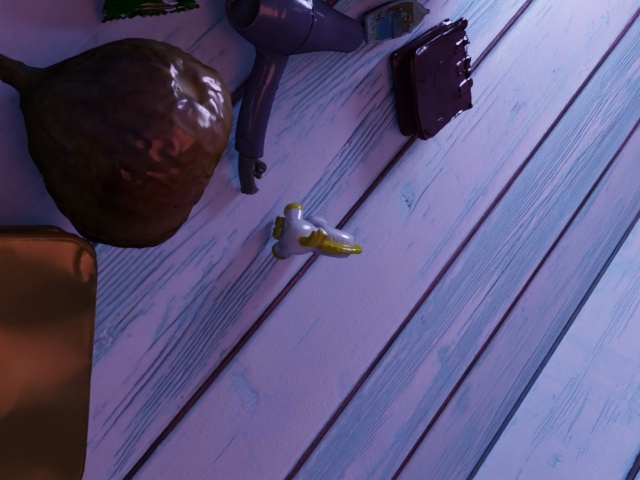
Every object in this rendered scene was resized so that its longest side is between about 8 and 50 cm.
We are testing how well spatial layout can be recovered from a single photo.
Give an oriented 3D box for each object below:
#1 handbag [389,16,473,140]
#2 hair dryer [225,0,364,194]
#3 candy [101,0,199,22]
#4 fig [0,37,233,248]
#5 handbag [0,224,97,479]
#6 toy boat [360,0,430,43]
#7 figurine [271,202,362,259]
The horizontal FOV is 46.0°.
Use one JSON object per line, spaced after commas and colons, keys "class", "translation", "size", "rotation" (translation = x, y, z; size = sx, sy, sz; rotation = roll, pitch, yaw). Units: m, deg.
{"class": "handbag", "translation": [0.237, -0.336, 1.569], "size": [0.216, 0.074, 0.203], "rotation": [-40, 133, -32]}
{"class": "hair dryer", "translation": [-0.071, -0.247, 1.266], "size": [0.301, 0.121, 0.361], "rotation": [-6, 121, -56]}
{"class": "candy", "translation": [-0.239, -0.401, 1.005], "size": [0.141, 0.078, 0.203], "rotation": [-29, 121, -38]}
{"class": "fig", "translation": [-0.297, -0.172, 0.968], "size": [0.369, 0.286, 0.286], "rotation": [36, 77, -17]}
{"class": "handbag", "translation": [-0.454, 0.170, 0.982], "size": [0.283, 0.133, 0.401], "rotation": [-3, 109, -42]}
{"class": "toy boat", "translation": [0.143, -0.419, 1.436], "size": [0.173, 0.059, 0.069], "rotation": [-29, 127, -37]}
{"class": "figurine", "translation": [-0.004, -0.001, 1.400], "size": [0.178, 0.130, 0.109], "rotation": [13, 93, -50]}
